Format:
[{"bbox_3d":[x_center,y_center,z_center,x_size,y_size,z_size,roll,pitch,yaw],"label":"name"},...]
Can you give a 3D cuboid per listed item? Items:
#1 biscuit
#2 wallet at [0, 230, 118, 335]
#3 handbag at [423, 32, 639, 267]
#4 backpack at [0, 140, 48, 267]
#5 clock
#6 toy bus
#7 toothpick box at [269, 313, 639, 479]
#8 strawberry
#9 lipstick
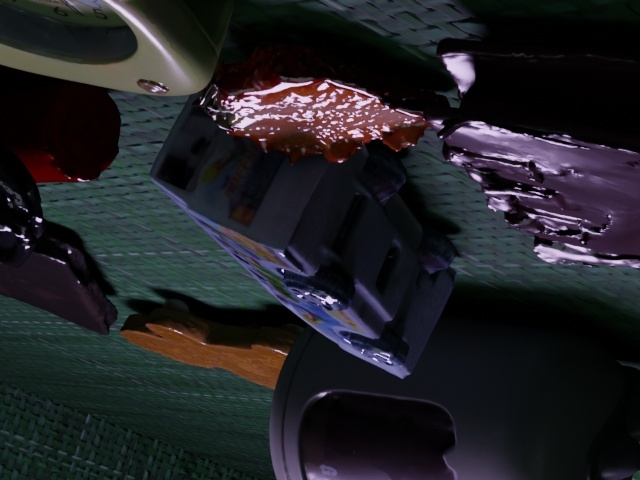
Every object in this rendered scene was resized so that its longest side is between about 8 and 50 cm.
[{"bbox_3d":[-0.090,0.112,1.818,0.340,0.047,0.216,4,159,48],"label":"biscuit"},{"bbox_3d":[-0.307,0.029,1.754,0.165,0.042,0.309,17,165,7],"label":"wallet"},{"bbox_3d":[0.178,-0.039,0.879,0.216,0.074,0.203,10,164,31],"label":"handbag"},{"bbox_3d":[-0.292,-0.072,1.106,0.258,0.133,0.206,43,162,4],"label":"backpack"},{"bbox_3d":[-0.146,-0.151,0.830,0.170,0.069,0.232,13,164,15],"label":"clock"},{"bbox_3d":[0.000,0.000,1.173,0.136,0.109,0.329,21,168,22],"label":"toy bus"},{"bbox_3d":[0.141,0.164,1.456,0.316,0.229,0.229,4,161,36],"label":"toothpick box"},{"bbox_3d":[0.000,-0.084,0.968,0.152,0.048,0.104,2,158,3],"label":"strawberry"},{"bbox_3d":[-0.248,-0.074,1.234,0.073,0.073,0.280,27,163,-36],"label":"lipstick"}]
